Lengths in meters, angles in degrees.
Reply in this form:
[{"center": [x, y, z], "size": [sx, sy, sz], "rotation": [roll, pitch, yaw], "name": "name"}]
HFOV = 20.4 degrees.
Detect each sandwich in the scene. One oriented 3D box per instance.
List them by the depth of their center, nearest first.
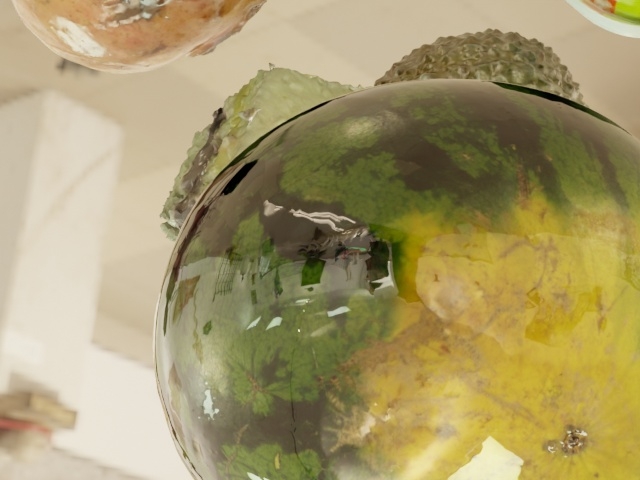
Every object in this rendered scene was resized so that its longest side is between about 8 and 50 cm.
[{"center": [0.001, 0.000, 1.641], "size": [0.262, 0.325, 0.131], "rotation": [-23, 169, -44], "name": "sandwich"}]

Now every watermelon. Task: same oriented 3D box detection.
[{"center": [0.057, 0.052, 0.805], "size": [0.269, 0.269, 0.269], "rotation": [6, 157, 2], "name": "watermelon"}]

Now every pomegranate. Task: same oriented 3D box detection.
[{"center": [-0.182, -0.323, 1.883], "size": [0.322, 0.322, 0.322], "rotation": [6, 157, 2], "name": "pomegranate"}]

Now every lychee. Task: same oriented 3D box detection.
[{"center": [0.170, -0.123, 2.002], "size": [0.255, 0.255, 0.274], "rotation": [13, 146, -15], "name": "lychee"}]

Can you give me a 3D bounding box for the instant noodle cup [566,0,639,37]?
[{"center": [0.327, -0.393, 1.694], "size": [0.294, 0.294, 0.308], "rotation": [5, 157, 3], "name": "instant noodle cup"}]
